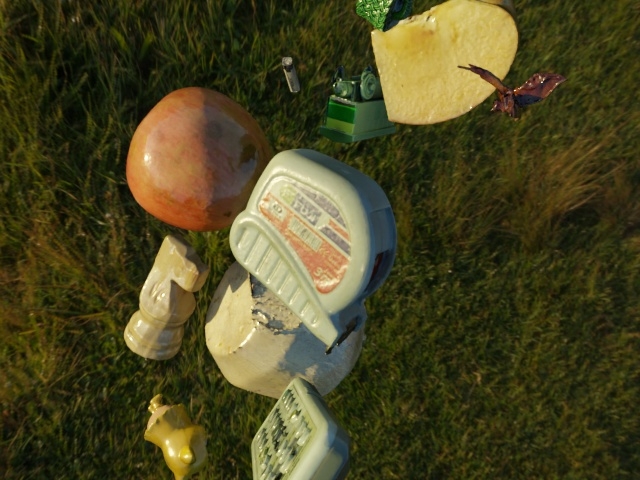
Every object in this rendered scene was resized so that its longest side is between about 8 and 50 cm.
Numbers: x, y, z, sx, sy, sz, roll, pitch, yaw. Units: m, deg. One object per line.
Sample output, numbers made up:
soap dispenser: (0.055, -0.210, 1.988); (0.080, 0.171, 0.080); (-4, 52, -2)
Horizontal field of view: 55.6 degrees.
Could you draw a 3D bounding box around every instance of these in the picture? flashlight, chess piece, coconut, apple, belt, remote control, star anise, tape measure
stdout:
flashlight: (-0.052, -0.297, 1.088); (0.018, 0.083, 0.018); (-2, 70, 7)
chess piece: (-0.345, 0.127, 1.379); (0.137, 0.137, 0.301); (20, 120, -10)
coconut: (-0.065, 0.198, 1.432); (0.360, 0.346, 0.347); (24, 84, -35)
apple: (0.282, -0.420, 1.346); (0.308, 0.252, 0.314); (-9, 54, 22)
belt: (0.118, -0.379, 0.906); (0.079, 0.151, 0.121); (39, 52, 4)
apple: (-0.292, -0.193, 1.524); (0.363, 0.364, 0.364); (0, 89, -11)
remote control: (-0.028, 0.253, 0.742); (0.065, 0.335, 0.128); (36, 83, -4)
star anise: (0.364, -0.311, 1.189); (0.140, 0.158, 0.144); (-32, 101, -19)
tape measure: (-0.001, 0.001, 0.918); (0.243, 0.125, 0.246); (40, 115, 17)

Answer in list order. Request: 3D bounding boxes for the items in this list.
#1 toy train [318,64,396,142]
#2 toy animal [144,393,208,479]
toy train: (0.121, -0.379, 1.680); (0.120, 0.300, 0.203); (22, 115, 27)
toy animal: (-0.397, 0.530, 1.652); (0.156, 0.156, 0.230); (-37, 64, -9)
